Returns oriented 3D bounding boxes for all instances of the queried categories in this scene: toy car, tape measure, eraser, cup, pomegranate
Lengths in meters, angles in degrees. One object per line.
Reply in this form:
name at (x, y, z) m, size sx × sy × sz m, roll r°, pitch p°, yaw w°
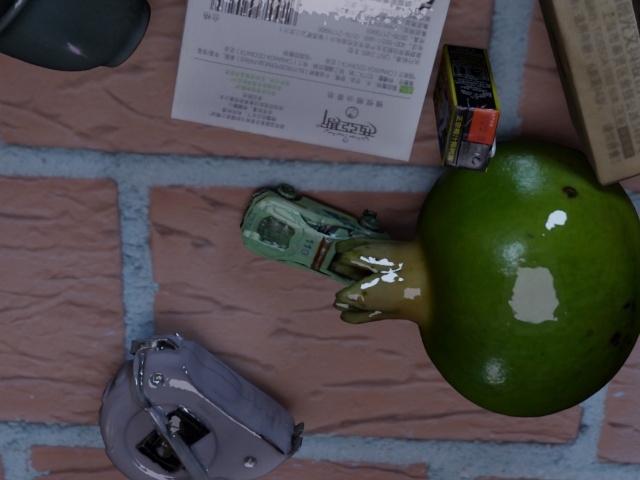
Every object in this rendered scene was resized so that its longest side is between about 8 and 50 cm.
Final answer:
toy car at (0.000, 0.000, 1.424) m, size 0.186 × 0.058 × 0.093 m, roll 20°, pitch 117°, yaw -10°
tape measure at (-0.171, 0.225, 1.526) m, size 0.236 × 0.120 × 0.197 m, roll 40°, pitch 115°, yaw -15°
eraser at (0.260, -0.230, 1.219) m, size 0.078 × 0.144 × 0.343 m, roll -18°, pitch 123°, yaw 9°
cup at (-0.252, -0.243, 1.237) m, size 0.150 × 0.199 × 0.199 m, roll 29°, pitch 118°, yaw -36°
pomegranate at (0.193, 0.056, 1.343) m, size 0.358 × 0.216 × 0.310 m, roll -3°, pitch 115°, yaw -8°

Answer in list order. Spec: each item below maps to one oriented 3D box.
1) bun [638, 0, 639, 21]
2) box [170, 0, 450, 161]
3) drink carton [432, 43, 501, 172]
bun at (0.428, -0.226, 1.242) m, size 0.229 × 0.145 × 0.230 m, roll 0°, pitch 90°, yaw -8°
box at (-0.013, -0.207, 1.273) m, size 0.260 × 0.111 × 0.195 m, roll 10°, pitch 120°, yaw -7°
drink carton at (0.151, -0.139, 1.276) m, size 0.056 × 0.166 × 0.071 m, roll 5°, pitch 121°, yaw -2°
